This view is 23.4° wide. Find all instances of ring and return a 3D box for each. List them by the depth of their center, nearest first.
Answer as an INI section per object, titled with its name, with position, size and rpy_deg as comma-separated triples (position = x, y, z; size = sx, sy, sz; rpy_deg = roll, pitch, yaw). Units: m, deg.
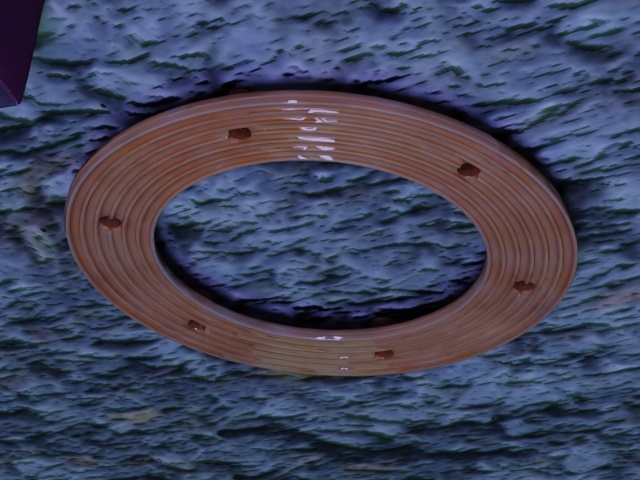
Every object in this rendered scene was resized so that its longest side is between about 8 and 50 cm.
[ring]
position = 0.000, 0.000, 1.021
size = 0.336, 0.032, 0.337
rpy_deg = 3, 149, 2

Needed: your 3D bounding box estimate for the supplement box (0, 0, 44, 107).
[supplement box]
position = -0.257, -0.118, 0.820
size = 0.188, 0.081, 0.104
rpy_deg = -7, 146, 18
